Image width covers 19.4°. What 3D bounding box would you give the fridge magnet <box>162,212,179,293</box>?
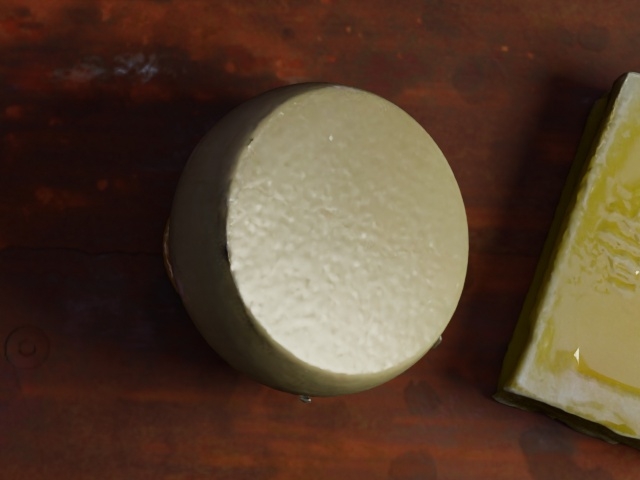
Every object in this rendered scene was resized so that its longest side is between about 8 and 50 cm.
[{"bbox_3d":[-0.068,0.005,1.659,0.143,0.063,0.143,2,76,-7],"label":"fridge magnet"}]

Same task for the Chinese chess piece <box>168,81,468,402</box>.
[{"bbox_3d":[0.000,0.000,1.590,0.273,0.102,0.273,5,81,-32],"label":"Chinese chess piece"}]

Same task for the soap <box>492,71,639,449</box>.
[{"bbox_3d":[0.295,0.025,1.655,0.199,0.091,0.315,22,80,1],"label":"soap"}]
